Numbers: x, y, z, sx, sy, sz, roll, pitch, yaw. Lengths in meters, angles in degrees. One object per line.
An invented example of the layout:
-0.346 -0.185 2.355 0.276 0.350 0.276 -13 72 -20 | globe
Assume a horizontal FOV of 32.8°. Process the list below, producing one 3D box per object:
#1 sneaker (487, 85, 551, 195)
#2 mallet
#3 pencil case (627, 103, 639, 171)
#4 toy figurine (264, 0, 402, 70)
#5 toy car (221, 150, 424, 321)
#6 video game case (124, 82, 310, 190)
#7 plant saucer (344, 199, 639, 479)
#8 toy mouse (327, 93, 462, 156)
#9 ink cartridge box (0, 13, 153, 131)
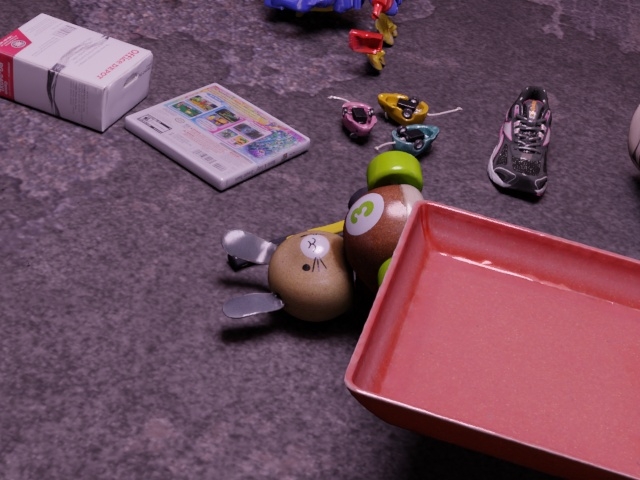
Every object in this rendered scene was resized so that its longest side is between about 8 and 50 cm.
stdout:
0.238 -0.124 1.274 0.072 0.077 0.178 10 37 0 | sneaker
0.000 0.000 1.088 0.190 0.039 0.062 -24 51 -31 | mallet
0.433 -0.016 1.118 0.160 0.183 0.410 -15 34 13 | pencil case
0.013 -0.390 1.488 0.217 0.191 0.362 11 35 8 | toy figurine
0.004 0.019 0.984 0.188 0.149 0.155 -3 48 -1 | toy car
-0.116 -0.121 1.226 0.157 0.019 0.143 33 41 28 | video game case
0.165 0.082 0.792 0.259 0.047 0.258 17 34 7 | plant saucer
0.078 -0.129 1.276 0.161 0.031 0.143 14 36 4 | toy mouse
-0.283 -0.192 1.238 0.150 0.063 0.109 21 37 12 | ink cartridge box
